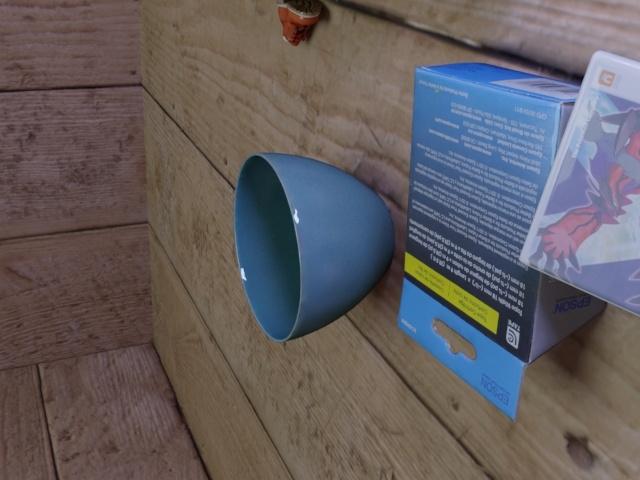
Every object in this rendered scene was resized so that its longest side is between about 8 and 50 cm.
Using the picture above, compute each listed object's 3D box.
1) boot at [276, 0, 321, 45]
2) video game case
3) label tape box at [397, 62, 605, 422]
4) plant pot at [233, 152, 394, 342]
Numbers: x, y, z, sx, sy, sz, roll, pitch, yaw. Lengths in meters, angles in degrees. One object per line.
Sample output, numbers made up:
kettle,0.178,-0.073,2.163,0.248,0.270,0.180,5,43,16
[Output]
boot,-0.036,-0.384,1.311,0.158,0.059,0.085,-128,33,-63
video game case,0.279,-0.032,0.612,0.183,0.023,0.201,27,122,26
label tape box,0.199,-0.012,0.826,0.240,0.105,0.334,-142,48,-57
plant pot,0.000,0.000,1.173,0.290,0.195,0.290,172,90,-66
